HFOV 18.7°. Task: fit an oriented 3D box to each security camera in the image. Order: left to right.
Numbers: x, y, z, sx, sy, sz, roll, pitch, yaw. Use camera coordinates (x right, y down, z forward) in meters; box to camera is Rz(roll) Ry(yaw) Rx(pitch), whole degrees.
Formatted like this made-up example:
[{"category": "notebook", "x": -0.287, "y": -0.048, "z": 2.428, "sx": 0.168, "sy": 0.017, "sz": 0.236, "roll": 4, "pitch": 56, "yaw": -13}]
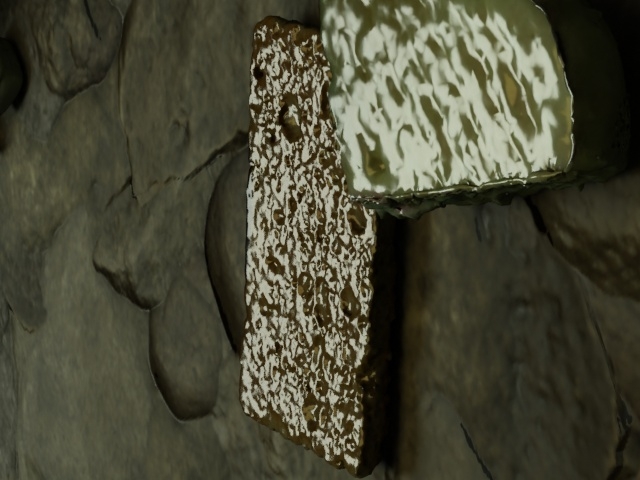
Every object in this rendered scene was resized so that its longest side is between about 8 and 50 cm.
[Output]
[{"category": "security camera", "x": -0.245, "y": -0.104, "z": 1.380, "sx": 0.092, "sy": 0.058, "sz": 0.058, "roll": -57, "pitch": 48, "yaw": 34}]

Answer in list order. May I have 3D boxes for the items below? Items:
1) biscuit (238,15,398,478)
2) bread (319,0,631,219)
[{"category": "biscuit", "x": 0.000, "y": 0.000, "z": 1.025, "sx": 0.131, "sy": 0.025, "sz": 0.230, "roll": 23, "pitch": 113, "yaw": 53}, {"category": "bread", "x": 0.063, "y": -0.074, "z": 0.879, "sx": 0.232, "sy": 0.064, "sz": 0.172, "roll": 53, "pitch": 137, "yaw": 42}]
